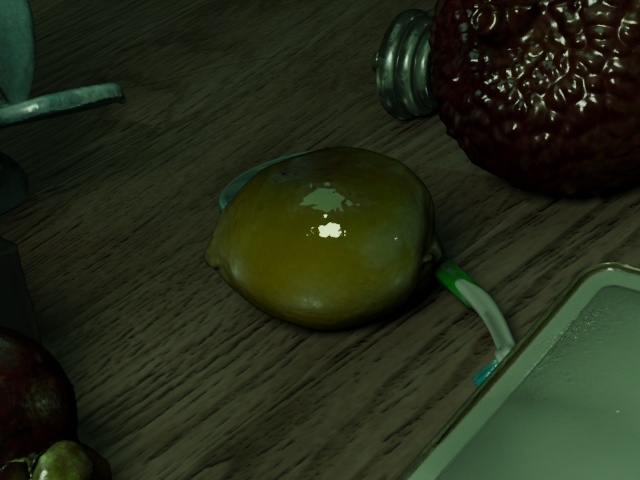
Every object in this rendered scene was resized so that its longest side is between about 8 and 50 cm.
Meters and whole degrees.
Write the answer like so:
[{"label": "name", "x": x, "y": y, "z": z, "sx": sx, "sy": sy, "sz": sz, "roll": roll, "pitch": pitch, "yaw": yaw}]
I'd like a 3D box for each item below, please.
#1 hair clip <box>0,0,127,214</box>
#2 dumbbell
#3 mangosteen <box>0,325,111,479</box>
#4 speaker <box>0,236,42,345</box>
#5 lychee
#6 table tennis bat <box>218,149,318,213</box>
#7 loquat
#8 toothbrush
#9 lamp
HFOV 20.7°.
[{"label": "hair clip", "x": -0.391, "y": -0.138, "z": 1.582, "sx": 0.318, "sy": 0.238, "sz": 0.392, "roll": -20, "pitch": -12, "yaw": -38}, {"label": "dumbbell", "x": 0.162, "y": -0.160, "z": 1.683, "sx": 0.254, "sy": 0.110, "sz": 0.110, "roll": 11, "pitch": 34, "yaw": 31}, {"label": "mangosteen", "x": -0.229, "y": 0.143, "z": 1.174, "sx": 0.172, "sy": 0.184, "sz": 0.172, "roll": -40, "pitch": 20, "yaw": 18}, {"label": "speaker", "x": -0.368, "y": 0.092, "z": 1.314, "sx": 0.254, "sy": 0.184, "sz": 0.232, "roll": -26, "pitch": 29, "yaw": -29}, {"label": "lychee", "x": 0.222, "y": -0.161, "z": 1.496, "sx": 0.260, "sy": 0.261, "sz": 0.260, "roll": -11, "pitch": 25, "yaw": 5}, {"label": "table tennis bat", "x": -0.017, "y": -0.034, "z": 1.582, "sx": 0.149, "sy": 0.038, "sz": 0.237, "roll": -14, "pitch": 22, "yaw": -2}, {"label": "loquat", "x": 0.000, "y": 0.000, "z": 1.377, "sx": 0.195, "sy": 0.152, "sz": 0.152, "roll": 3, "pitch": 29, "yaw": 16}, {"label": "toothbrush", "x": 0.108, "y": 0.028, "z": 1.380, "sx": 0.040, "sy": 0.042, "sz": 0.418, "roll": -42, "pitch": 24, "yaw": 12}, {"label": "lamp", "x": 0.215, "y": 0.127, "z": 1.069, "sx": 0.269, "sy": 0.047, "sz": 0.266, "roll": 16, "pitch": 44, "yaw": 38}]
